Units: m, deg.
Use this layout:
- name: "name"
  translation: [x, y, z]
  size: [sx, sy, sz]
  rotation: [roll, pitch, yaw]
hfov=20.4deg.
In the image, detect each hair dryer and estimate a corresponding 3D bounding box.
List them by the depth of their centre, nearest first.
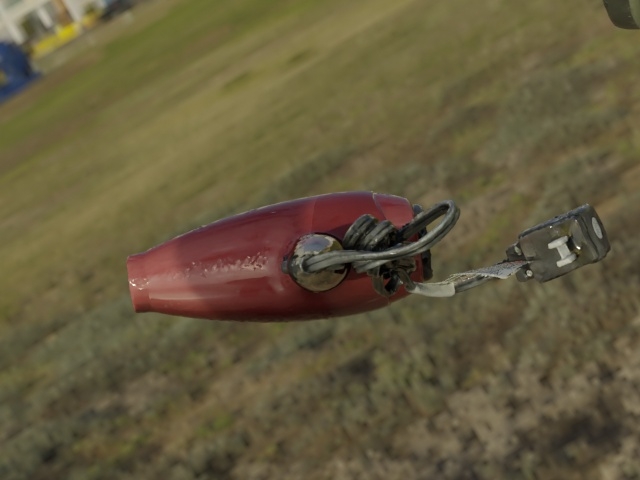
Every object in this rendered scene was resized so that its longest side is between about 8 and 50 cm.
- name: "hair dryer"
  translation: [0.000, 0.000, 1.050]
  size: [0.294, 0.080, 0.224]
  rotation: [-14, -12, 39]

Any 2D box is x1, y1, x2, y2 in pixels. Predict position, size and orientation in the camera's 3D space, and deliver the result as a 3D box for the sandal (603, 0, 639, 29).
- name: "sandal"
  translation: [0.199, -0.242, 0.833]
  size: [0.302, 0.086, 0.120]
  rotation: [-67, -21, 2]
